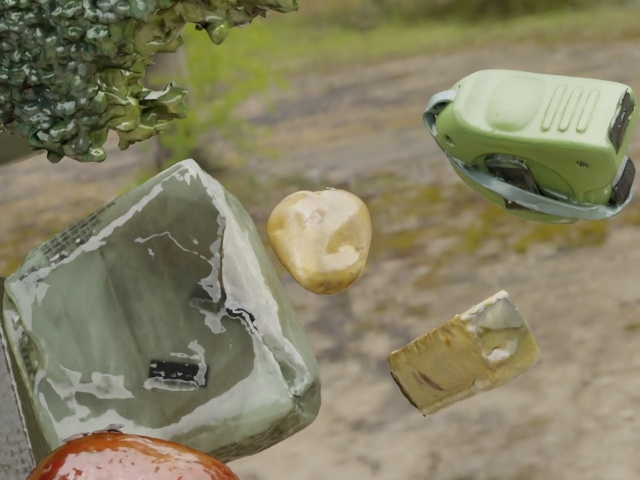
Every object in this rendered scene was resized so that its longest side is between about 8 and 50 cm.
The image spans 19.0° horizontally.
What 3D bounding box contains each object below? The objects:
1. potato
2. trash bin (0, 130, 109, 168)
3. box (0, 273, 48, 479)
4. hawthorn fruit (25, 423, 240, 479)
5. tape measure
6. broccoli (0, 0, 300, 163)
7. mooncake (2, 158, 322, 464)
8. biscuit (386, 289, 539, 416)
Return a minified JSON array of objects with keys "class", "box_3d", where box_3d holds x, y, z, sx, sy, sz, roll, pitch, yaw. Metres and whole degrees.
[{"class":"potato","box_3d":[0.000,0.000,1.244,0.068,0.083,0.062,-18,-33,11]},{"class":"trash bin","box_3d":[-0.356,-0.159,1.787,0.262,0.217,0.277,-21,-4,-16]},{"class":"box","box_3d":[-0.316,0.190,1.932,0.143,0.273,0.184,-24,-18,19]},{"class":"hawthorn fruit","box_3d":[-0.100,0.208,1.125,0.185,0.185,0.202,-9,-17,13]},{"class":"tape measure","box_3d":[0.198,-0.082,1.755,0.200,0.175,0.106,9,62,26]},{"class":"broccoli","box_3d":[-0.171,-0.219,1.436,0.317,0.277,0.338,-31,-19,-14]},{"class":"mooncake","box_3d":[-0.145,0.087,1.672,0.254,0.250,0.136,-24,-16,8]},{"class":"biscuit","box_3d":[0.095,0.080,1.296,0.052,0.056,0.188,-28,-5,-17]}]
